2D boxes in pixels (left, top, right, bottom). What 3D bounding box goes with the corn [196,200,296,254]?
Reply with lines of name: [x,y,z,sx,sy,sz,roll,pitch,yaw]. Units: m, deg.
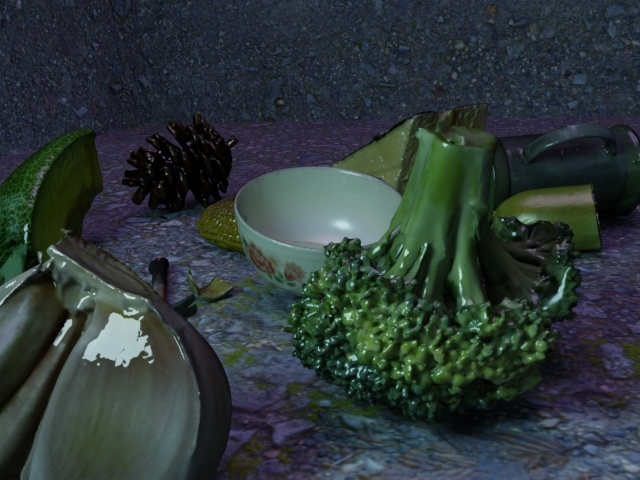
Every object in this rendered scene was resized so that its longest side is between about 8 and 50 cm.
corn: [-0.129,-0.023,1.347,0.115,0.115,0.318,-19,21,-39]

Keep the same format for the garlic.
garlic: [-0.209,0.146,0.622,0.237,0.291,0.210,15,-2,-24]

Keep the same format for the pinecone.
pinecone: [-0.351,-0.185,1.765,0.309,0.244,0.244,-22,21,-15]

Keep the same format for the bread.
bread: [0.165,-0.227,1.765,0.405,0.242,0.346,11,19,33]

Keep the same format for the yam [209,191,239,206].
yam: [-0.195,-0.100,1.727,0.046,0.046,0.264,3,19,27]

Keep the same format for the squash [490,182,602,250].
squash: [0.394,-0.035,1.217,0.187,0.123,0.123,-3,17,15]

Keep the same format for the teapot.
teapot: [0.465,-0.140,1.340,0.337,0.200,0.270,-5,-26,-6]

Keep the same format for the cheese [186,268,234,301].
cheese: [-0.193,0.076,1.134,0.084,0.041,0.060,19,6,-45]

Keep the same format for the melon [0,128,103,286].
melon: [-0.563,-0.043,1.395,0.331,0.226,0.343,-42,10,13]

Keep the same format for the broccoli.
broccoli: [0.155,0.053,0.745,0.375,0.302,0.249,-9,55,-28]

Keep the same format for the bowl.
bowl: [0.000,0.000,1.112,0.277,0.145,0.277,4,29,-2]

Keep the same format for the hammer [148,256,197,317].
hammer: [-0.271,0.081,1.167,0.111,0.033,0.287,-9,17,-12]
